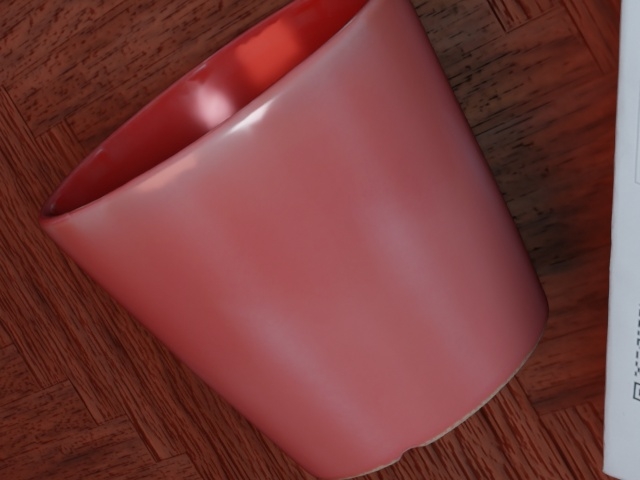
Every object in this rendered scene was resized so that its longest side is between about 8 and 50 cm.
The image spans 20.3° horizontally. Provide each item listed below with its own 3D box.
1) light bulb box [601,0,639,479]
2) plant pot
[{"bbox_3d":[0.334,-0.027,0.805,0.358,0.225,0.361,21,130,32],"label":"light bulb box"},{"bbox_3d":[0.000,0.000,1.132,0.275,0.275,0.243,-20,111,48],"label":"plant pot"}]
